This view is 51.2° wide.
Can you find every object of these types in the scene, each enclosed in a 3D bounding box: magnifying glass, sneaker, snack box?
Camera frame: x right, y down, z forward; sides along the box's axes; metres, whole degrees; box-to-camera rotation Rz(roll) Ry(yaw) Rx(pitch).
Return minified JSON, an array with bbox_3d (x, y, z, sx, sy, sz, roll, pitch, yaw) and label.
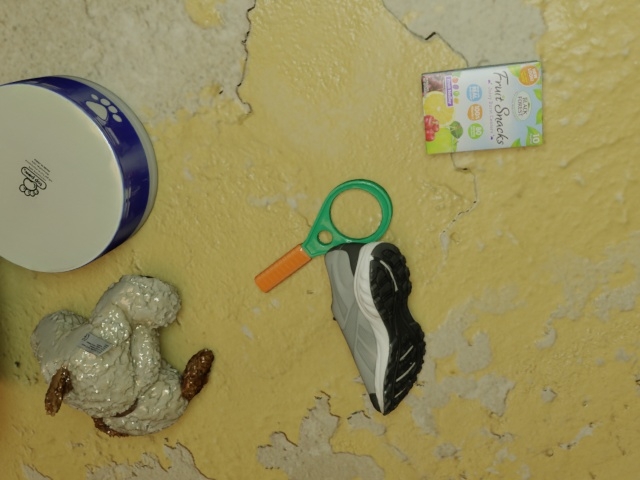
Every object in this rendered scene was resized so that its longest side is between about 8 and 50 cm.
[{"bbox_3d":[0.000,0.000,0.931,0.231,0.026,0.092,-37,98,18],"label":"magnifying glass"},{"bbox_3d":[0.073,0.119,0.925,0.108,0.100,0.271,9,121,40],"label":"sneaker"},{"bbox_3d":[0.198,-0.164,0.825,0.141,0.037,0.100,-3,108,12],"label":"snack box"}]

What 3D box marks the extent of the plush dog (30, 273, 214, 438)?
[{"bbox_3d":[-0.289,0.206,0.988,0.262,0.210,0.225,-27,127,20],"label":"plush dog"}]

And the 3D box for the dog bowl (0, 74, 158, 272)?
[{"bbox_3d":[-0.371,-0.093,0.932,0.265,0.104,0.264,4,108,11],"label":"dog bowl"}]
